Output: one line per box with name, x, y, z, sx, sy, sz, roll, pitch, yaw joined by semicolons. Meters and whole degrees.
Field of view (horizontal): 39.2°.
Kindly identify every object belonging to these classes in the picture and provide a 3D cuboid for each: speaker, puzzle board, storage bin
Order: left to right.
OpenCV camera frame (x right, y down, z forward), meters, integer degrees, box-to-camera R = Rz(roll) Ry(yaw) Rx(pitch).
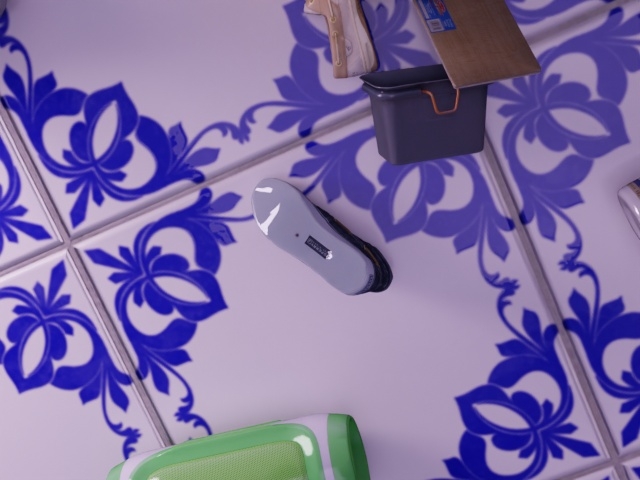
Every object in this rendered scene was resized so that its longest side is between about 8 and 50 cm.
speaker;-0.096;0.289;1.060;0.297;0.131;0.131;-14;100;8
storage bin;0.119;-0.134;0.961;0.135;0.098;0.091;-11;112;-11
puzzle board;0.162;-0.213;0.940;0.096;0.011;0.128;-13;60;-11

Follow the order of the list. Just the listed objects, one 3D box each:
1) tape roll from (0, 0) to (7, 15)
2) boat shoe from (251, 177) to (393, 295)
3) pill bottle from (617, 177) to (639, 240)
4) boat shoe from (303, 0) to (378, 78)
tape roll;-0.442;-0.230;0.936;0.219;0.219;0.072;-31;98;11
boat shoe;0.000;0.000;1.027;0.183;0.083;0.065;43;103;23
pill bottle;0.414;-0.054;0.957;0.169;0.094;0.094;-30;97;10
boat shoe;0.010;-0.256;0.969;0.059;0.063;0.170;-20;100;3
